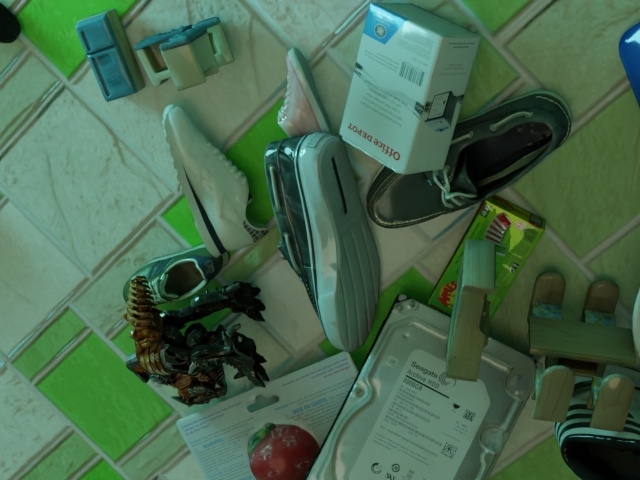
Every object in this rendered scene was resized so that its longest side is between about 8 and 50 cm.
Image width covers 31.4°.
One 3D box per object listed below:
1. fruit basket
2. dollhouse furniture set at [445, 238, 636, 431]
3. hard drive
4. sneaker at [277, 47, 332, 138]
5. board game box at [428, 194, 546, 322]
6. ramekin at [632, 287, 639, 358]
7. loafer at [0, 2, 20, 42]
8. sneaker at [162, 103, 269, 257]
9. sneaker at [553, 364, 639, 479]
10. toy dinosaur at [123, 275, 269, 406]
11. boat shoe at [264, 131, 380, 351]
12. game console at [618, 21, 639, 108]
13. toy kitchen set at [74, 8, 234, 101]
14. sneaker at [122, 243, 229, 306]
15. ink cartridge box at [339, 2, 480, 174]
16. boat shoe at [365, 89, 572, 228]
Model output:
[{"bbox_3d":[-0.012,0.378,1.782,0.327,0.165,0.353,-26,91,22],"label":"fruit basket"},{"bbox_3d":[0.298,0.108,1.512,0.242,0.212,0.161,8,124,4],"label":"dollhouse furniture set"},{"bbox_3d":[0.143,0.276,1.647,0.237,0.064,0.338,28,86,2],"label":"hard drive"},{"bbox_3d":[-0.038,-0.197,1.590,0.070,0.051,0.134,-17,111,15],"label":"sneaker"},{"bbox_3d":[0.235,0.031,1.617,0.092,0.043,0.181,28,115,3],"label":"board game box"},{"bbox_3d":[0.554,0.085,1.504,0.277,0.135,0.277,4,111,11],"label":"ramekin"},{"bbox_3d":[-0.518,-0.332,1.664,0.170,0.062,0.061,27,154,-5],"label":"loafer"},{"bbox_3d":[-0.158,-0.095,1.656,0.095,0.090,0.235,-21,107,4],"label":"sneaker"},{"bbox_3d":[0.533,0.311,1.536,0.448,0.257,0.169,9,113,11],"label":"sneaker"},{"bbox_3d":[-0.197,0.157,1.678,0.219,0.322,0.164,-13,74,11],"label":"toy dinosaur"},{"bbox_3d":[0.000,0.000,1.640,0.119,0.121,0.335,6,116,36],"label":"boat shoe"},{"bbox_3d":[0.548,-0.182,1.392,0.250,0.173,0.293,-14,77,-9],"label":"game console"},{"bbox_3d":[-0.244,-0.261,1.553,0.207,0.166,0.122,-15,107,19],"label":"toy kitchen set"},{"bbox_3d":[-0.233,0.062,1.726,0.192,0.086,0.064,-24,104,22],"label":"sneaker"},{"bbox_3d":[0.114,-0.202,1.501,0.140,0.082,0.190,36,124,39],"label":"ink cartridge box"},{"bbox_3d":[0.189,-0.100,1.545,0.320,0.099,0.116,-27,105,23],"label":"boat shoe"}]
